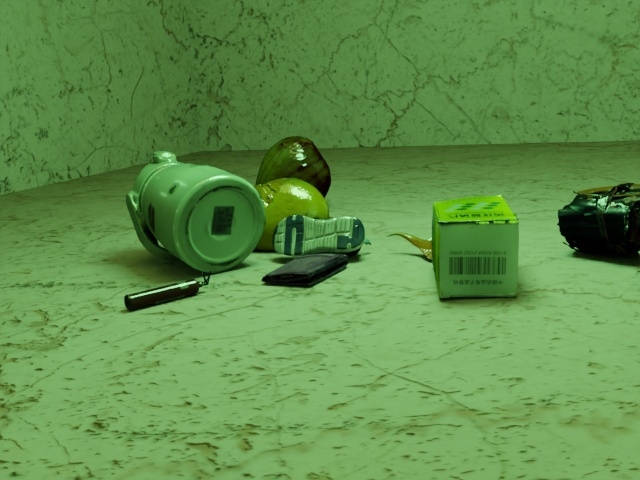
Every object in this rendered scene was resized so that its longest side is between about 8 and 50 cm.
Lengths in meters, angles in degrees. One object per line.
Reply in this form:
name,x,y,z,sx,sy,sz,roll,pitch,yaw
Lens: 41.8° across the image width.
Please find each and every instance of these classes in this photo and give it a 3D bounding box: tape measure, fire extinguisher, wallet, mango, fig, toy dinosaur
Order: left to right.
fire extinguisher,-0.278,0.095,1.533,0.173,0.035,0.049,-13,-23,-35
mango,-0.107,-0.056,1.899,0.261,0.167,0.130,-5,-3,15
fig,-0.132,-0.152,2.357,0.320,0.217,0.217,-29,15,-4
wallet,-0.028,0.053,1.630,0.111,0.030,0.166,2,13,29
toy dinosaur,0.246,0.018,1.696,0.212,0.057,0.142,-14,30,11
tape measure,0.582,-0.041,1.620,0.222,0.135,0.202,-15,9,-34

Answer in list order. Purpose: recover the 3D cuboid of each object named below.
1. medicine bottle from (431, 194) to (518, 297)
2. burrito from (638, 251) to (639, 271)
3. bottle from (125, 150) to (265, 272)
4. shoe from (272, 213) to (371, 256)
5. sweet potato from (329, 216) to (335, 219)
medicine bottle,0.268,0.008,1.490,0.137,0.141,0.250,0,13,5
burrito,0.675,0.005,1.438,0.299,0.105,0.143,-2,16,1
bottle,-0.293,-0.064,1.813,0.229,0.229,0.351,-12,20,-33
shoe,0.000,0.000,1.766,0.207,0.092,0.106,0,-18,12
sweet potato,-0.017,-0.040,2.002,0.059,0.067,0.281,-49,37,-17
